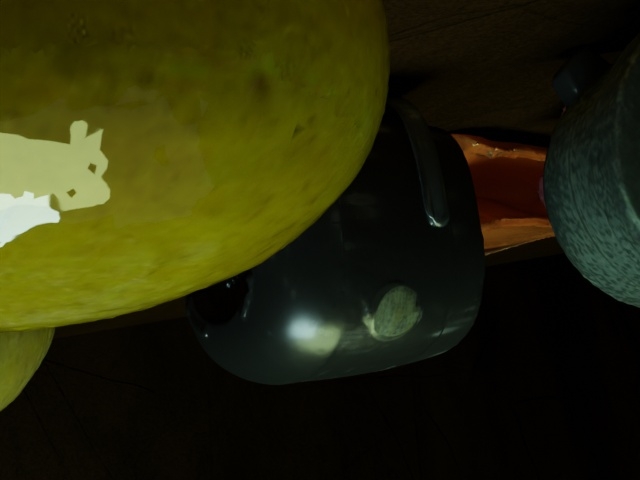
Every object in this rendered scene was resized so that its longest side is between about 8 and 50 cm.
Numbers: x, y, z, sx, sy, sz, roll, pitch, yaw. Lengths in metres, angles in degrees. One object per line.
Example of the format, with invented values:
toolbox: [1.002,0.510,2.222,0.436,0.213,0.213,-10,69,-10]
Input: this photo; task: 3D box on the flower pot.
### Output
flower pot: [0.352,-0.083,1.302,0.299,0.299,0.283,-11,178,-14]

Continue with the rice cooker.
rice cooker: [0.000,0.000,1.370,0.224,0.267,0.267,-1,168,-27]

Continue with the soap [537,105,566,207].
soap: [0.328,-0.075,1.593,0.112,0.182,0.289,-11,177,-18]

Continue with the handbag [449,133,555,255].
handbag: [0.144,-0.037,1.867,0.303,0.116,0.410,-13,173,30]

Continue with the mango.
mango: [-0.171,-0.075,0.595,0.445,0.221,0.301,0,169,-45]

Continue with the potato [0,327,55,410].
potato: [-0.382,0.067,1.066,0.397,0.290,0.296,-15,173,1]
